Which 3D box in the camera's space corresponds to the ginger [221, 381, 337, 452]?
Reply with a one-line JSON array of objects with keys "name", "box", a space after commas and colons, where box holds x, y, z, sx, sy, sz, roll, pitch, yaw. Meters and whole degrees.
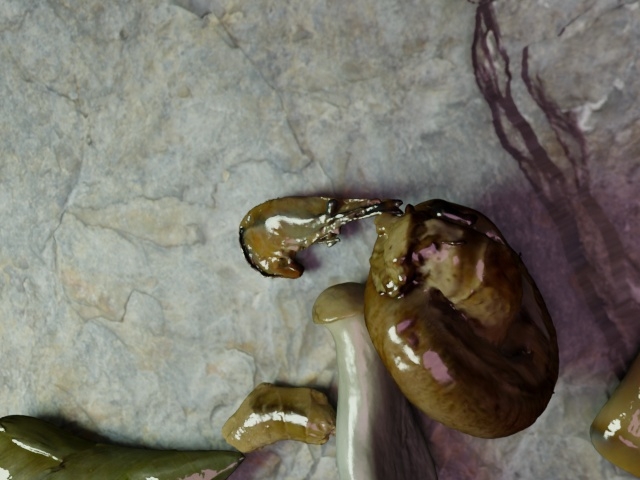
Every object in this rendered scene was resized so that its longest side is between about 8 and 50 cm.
[{"name": "ginger", "box": [-0.059, 0.259, 0.848, 0.190, 0.069, 0.095, -8, 52, 22]}]

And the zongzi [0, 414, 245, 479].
[{"name": "zongzi", "box": [-0.354, 0.350, 0.913, 0.356, 0.174, 0.393, 43, 97, 13]}]

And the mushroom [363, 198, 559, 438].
[{"name": "mushroom", "box": [0.150, 0.076, 0.671, 0.195, 0.263, 0.283, -5, 129, 36]}]

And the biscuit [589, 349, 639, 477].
[{"name": "biscuit", "box": [0.489, 0.186, 0.679, 0.236, 0.062, 0.291, 30, 101, 11]}]

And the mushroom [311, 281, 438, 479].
[{"name": "mushroom", "box": [0.070, 0.217, 0.765, 0.122, 0.159, 0.329, -13, 90, 7]}]

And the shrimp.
[{"name": "shrimp", "box": [0.003, -0.009, 0.801, 0.262, 0.066, 0.117, -2, 112, 31]}]
